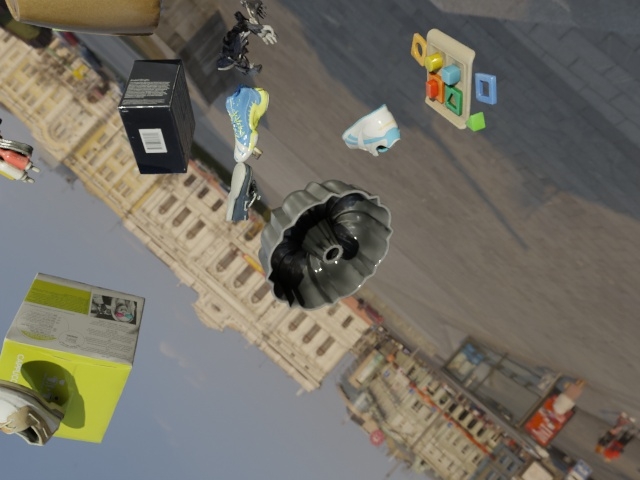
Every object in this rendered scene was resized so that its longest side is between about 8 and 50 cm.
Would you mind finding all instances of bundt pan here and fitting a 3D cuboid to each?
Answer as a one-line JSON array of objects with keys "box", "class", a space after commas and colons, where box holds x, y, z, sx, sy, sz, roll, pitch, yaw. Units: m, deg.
[{"box": [0.000, 0.000, 1.258, 0.331, 0.331, 0.124, 45, -178, -46], "class": "bundt pan"}]

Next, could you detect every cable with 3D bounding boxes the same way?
[{"box": [-0.840, -0.227, 1.340, 0.140, 0.072, 0.287, -20, 149, 40], "class": "cable"}]

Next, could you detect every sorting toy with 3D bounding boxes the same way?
[{"box": [0.299, -0.390, 1.321, 0.347, 0.047, 0.195, -124, 20, -44], "class": "sorting toy"}]

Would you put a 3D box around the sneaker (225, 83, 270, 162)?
[{"box": [-0.243, -0.359, 1.629, 0.126, 0.239, 0.091, 22, 167, -33], "class": "sneaker"}]

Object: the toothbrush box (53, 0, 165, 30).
[{"box": [-0.651, -0.724, 1.648, 0.284, 0.206, 0.122, 8, 133, 7], "class": "toothbrush box"}]

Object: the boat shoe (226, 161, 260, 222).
[{"box": [-0.224, -0.134, 1.594, 0.254, 0.079, 0.095, 115, 154, -50], "class": "boat shoe"}]

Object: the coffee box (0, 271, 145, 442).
[{"box": [-0.766, 0.356, 1.653, 0.339, 0.337, 0.334, 19, -155, -21], "class": "coffee box"}]

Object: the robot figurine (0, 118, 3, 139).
[{"box": [-1.218, -0.335, 1.984, 0.085, 0.211, 0.291, 13, -158, -38], "class": "robot figurine"}]

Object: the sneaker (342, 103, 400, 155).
[{"box": [0.118, -0.242, 1.283, 0.092, 0.088, 0.229, 58, 171, -4], "class": "sneaker"}]

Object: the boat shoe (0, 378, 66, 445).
[{"box": [-0.771, 0.437, 1.379, 0.113, 0.103, 0.302, -4, 144, 19], "class": "boat shoe"}]

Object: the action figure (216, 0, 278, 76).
[{"box": [-0.198, -0.545, 1.497, 0.141, 0.275, 0.164, 25, 140, -24], "class": "action figure"}]

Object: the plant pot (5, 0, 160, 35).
[{"box": [-0.491, -0.516, 1.088, 0.237, 0.255, 0.237, 36, 138, 41], "class": "plant pot"}]

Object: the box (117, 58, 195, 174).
[{"box": [-0.572, -0.439, 1.937, 0.296, 0.183, 0.293, 90, 179, -48], "class": "box"}]

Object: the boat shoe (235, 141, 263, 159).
[{"box": [-0.306, -0.376, 2.258, 0.152, 0.049, 0.056, 26, 175, 37], "class": "boat shoe"}]
